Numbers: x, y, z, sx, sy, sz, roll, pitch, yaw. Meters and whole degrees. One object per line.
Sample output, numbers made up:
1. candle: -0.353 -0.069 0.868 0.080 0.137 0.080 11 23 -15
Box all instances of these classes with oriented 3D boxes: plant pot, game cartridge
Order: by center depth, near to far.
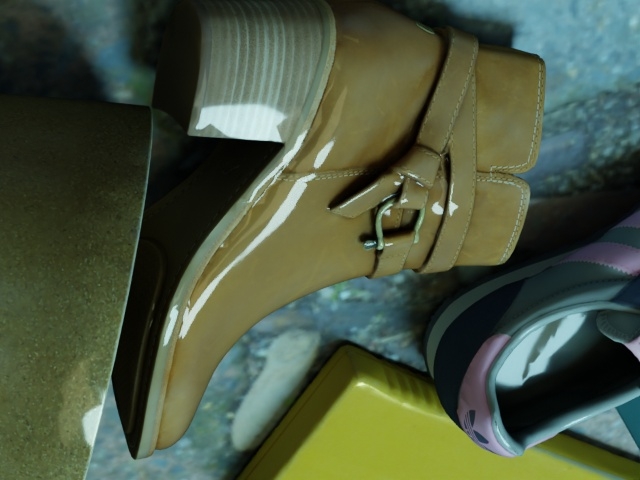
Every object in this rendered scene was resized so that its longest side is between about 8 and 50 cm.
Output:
1. plant pot: -0.232 0.020 0.795 0.254 0.237 0.237 13 121 -12
2. game cartridge: 0.068 0.232 1.143 0.324 0.052 0.285 25 115 -28

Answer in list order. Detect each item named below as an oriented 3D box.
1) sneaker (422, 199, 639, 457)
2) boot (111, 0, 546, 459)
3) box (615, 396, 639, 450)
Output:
1. sneaker: 0.216 0.032 0.974 0.319 0.131 0.112 -34 112 8
2. boot: 0.000 0.000 0.913 0.220 0.109 0.283 4 109 -26
3. box: 0.318 0.060 1.080 0.101 0.060 0.244 28 113 -31
